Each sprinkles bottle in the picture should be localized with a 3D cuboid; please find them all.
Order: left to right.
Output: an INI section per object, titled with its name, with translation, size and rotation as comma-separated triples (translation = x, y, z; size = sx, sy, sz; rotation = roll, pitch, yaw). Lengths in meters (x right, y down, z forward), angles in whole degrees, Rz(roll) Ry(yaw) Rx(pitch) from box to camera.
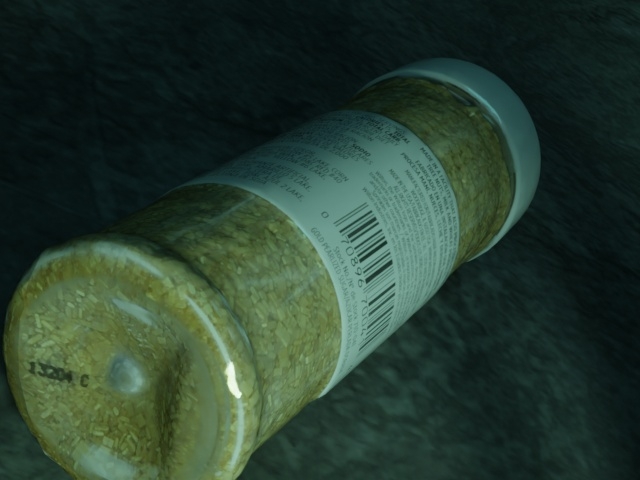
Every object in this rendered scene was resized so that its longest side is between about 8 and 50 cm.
[sprinkles bottle]
translation = 0.000, 0.000, 0.640
size = 0.121, 0.121, 0.355
rotation = 39, 32, 11
